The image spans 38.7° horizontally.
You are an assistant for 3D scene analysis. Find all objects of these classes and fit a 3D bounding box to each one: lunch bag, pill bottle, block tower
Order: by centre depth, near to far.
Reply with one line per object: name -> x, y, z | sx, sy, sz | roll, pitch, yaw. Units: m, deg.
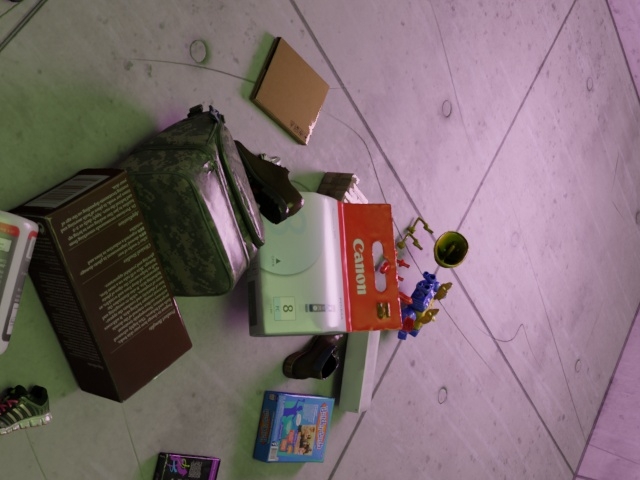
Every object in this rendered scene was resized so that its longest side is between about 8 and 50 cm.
pill bottle -> -0.557, 0.090, 1.432 | 0.161, 0.161, 0.283 | 22, 78, -49
lunch bag -> -0.237, -0.078, 1.769 | 0.256, 0.212, 0.305 | -59, 138, -50
block tower -> 0.000, 0.000, 2.136 | 0.097, 0.090, 0.336 | 47, 60, -43

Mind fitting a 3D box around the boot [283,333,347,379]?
boot -> 0.020, 0.276, 2.182 | 0.219, 0.106, 0.082 | -33, 119, -43

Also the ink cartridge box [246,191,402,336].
ink cartridge box -> 0.022, 0.052, 2.018 | 0.384, 0.091, 0.308 | 0, 79, -26

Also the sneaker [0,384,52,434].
sneaker -> -0.533, 0.286, 1.564 | 0.170, 0.063, 0.075 | -1, 96, -55

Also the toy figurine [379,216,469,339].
toy figurine -> 0.250, 0.142, 2.457 | 0.363, 0.191, 0.217 | -55, 163, -39

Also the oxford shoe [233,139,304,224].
oxford shoe -> -0.119, -0.132, 1.901 | 0.096, 0.227, 0.083 | -28, 157, -31

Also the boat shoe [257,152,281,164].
boat shoe -> -0.126, -0.175, 2.008 | 0.100, 0.035, 0.035 | -23, 115, -39

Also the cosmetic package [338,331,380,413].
cosmetic package -> 0.099, 0.308, 2.300 | 0.099, 0.060, 0.239 | 14, 84, -71

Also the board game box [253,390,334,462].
board game box -> -0.059, 0.442, 2.155 | 0.210, 0.047, 0.160 | 17, 81, -49

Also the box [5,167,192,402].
box -> -0.392, 0.078, 1.648 | 0.191, 0.143, 0.382 | -38, 120, -41

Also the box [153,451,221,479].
box -> -0.284, 0.508, 1.913 | 0.162, 0.029, 0.116 | 23, 76, -50

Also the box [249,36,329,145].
box -> -0.065, -0.336, 2.068 | 0.201, 0.021, 0.165 | 38, 66, -45

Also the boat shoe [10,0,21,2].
boat shoe -> -0.486, -0.492, 1.537 | 0.065, 0.075, 0.206 | 113, -4, -68
